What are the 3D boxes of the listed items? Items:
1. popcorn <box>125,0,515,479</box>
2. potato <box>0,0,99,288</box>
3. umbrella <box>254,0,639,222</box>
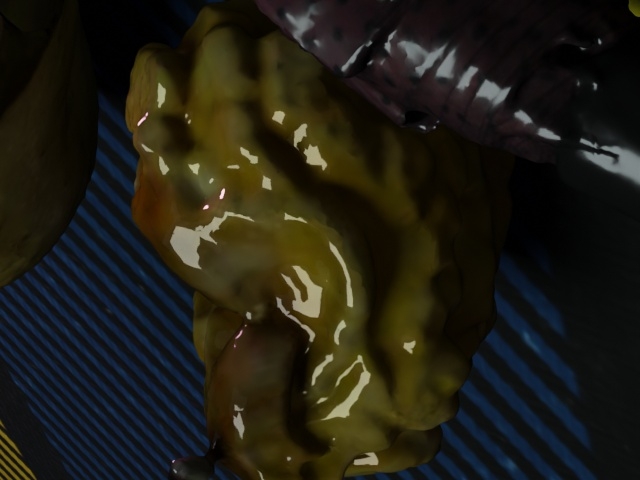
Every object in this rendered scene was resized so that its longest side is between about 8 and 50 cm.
[{"bbox_3d":[0.007,-0.003,0.695,0.140,0.163,0.194,-12,93,24],"label":"popcorn"},{"bbox_3d":[-0.208,-0.079,0.835,0.285,0.242,0.242,23,149,27],"label":"potato"},{"bbox_3d":[0.006,-0.100,0.574,0.326,0.094,0.090,32,-169,21],"label":"umbrella"}]
